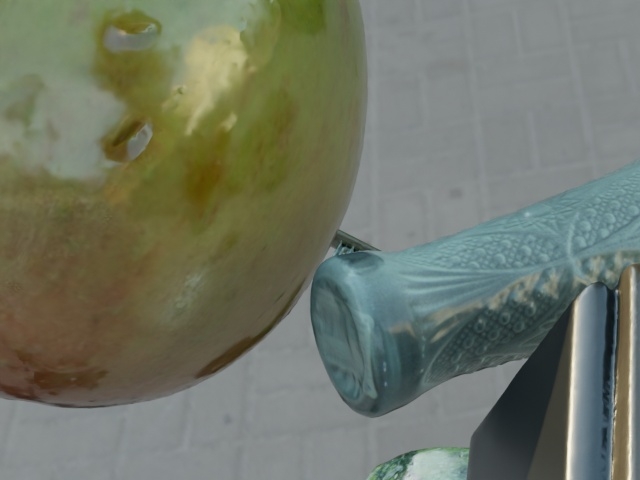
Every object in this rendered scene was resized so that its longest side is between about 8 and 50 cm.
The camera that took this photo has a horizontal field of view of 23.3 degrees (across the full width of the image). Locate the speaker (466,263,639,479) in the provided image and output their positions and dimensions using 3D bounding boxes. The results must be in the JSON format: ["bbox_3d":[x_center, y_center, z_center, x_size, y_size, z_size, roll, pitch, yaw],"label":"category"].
[{"bbox_3d":[0.152,0.151,0.559,0.192,0.153,0.231,16,50,-7],"label":"speaker"}]

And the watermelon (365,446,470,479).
[{"bbox_3d":[0.129,0.326,1.470,0.256,0.176,0.260,20,52,34],"label":"watermelon"}]

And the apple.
[{"bbox_3d":[-0.137,-0.083,0.853,0.338,0.305,0.338,23,13,-6],"label":"apple"}]

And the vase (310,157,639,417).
[{"bbox_3d":[0.106,0.018,0.734,0.219,0.096,0.096,-16,35,-21],"label":"vase"}]

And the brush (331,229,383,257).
[{"bbox_3d":[0.000,0.000,1.394,0.190,0.034,0.028,28,66,9],"label":"brush"}]
